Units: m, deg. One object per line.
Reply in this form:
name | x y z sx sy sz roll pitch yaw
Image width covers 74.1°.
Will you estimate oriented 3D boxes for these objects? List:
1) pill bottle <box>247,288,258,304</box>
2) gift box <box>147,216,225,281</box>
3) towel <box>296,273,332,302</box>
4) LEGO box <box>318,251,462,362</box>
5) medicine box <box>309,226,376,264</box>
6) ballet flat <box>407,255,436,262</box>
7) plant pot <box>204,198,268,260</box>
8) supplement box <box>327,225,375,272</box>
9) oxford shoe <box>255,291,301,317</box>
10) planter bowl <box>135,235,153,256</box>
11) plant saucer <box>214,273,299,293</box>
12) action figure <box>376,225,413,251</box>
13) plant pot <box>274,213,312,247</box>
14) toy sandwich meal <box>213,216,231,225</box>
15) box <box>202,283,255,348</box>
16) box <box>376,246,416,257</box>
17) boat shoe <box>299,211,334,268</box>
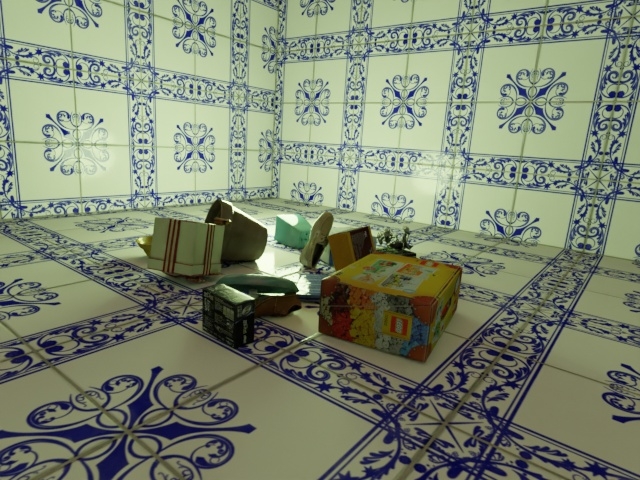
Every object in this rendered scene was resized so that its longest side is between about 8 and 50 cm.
pill bottle | -0.248 0.221 1.553 0.043 0.083 0.043 4 13 -1
gift box | -0.563 0.044 1.864 0.255 0.258 0.276 8 0 23
towel | 0.015 0.205 1.829 0.243 0.040 0.336 3 11 4
LEGO box | 0.271 0.204 1.532 0.372 0.193 0.500 10 14 27
medicine box | 0.119 0.025 2.364 0.289 0.149 0.263 -3 15 -27
ballet flat | 0.478 0.133 2.135 0.280 0.095 0.096 10 -4 -40
plant pot | -0.431 -0.022 2.156 0.280 0.323 0.323 15 7 -28
supplement box | 0.163 0.042 2.120 0.129 0.191 0.194 -8 7 43
oxford shoe | -0.158 0.244 1.527 0.212 0.076 0.076 -13 52 -34
planter bowl | -0.822 0.040 2.160 0.217 0.090 0.217 4 14 -1
plant saucer | -0.237 0.165 1.600 0.317 0.044 0.317 2 -13 0
action figure | 0.434 -0.016 2.465 0.164 0.141 0.275 -1 10 -20
plant pot | -0.149 -0.047 2.586 0.165 0.166 0.234 -6 22 -35
toy sandwich meal | -0.445 -0.085 1.922 0.085 0.029 0.085 11 -1 0
box | -0.292 0.235 1.340 0.180 0.147 0.077 14 17 41
box | 0.422 0.081 2.446 0.190 0.045 0.184 -7 14 -37
boat shoe | 0.000 0.000 2.165 0.098 0.302 0.109 23 -5 44
